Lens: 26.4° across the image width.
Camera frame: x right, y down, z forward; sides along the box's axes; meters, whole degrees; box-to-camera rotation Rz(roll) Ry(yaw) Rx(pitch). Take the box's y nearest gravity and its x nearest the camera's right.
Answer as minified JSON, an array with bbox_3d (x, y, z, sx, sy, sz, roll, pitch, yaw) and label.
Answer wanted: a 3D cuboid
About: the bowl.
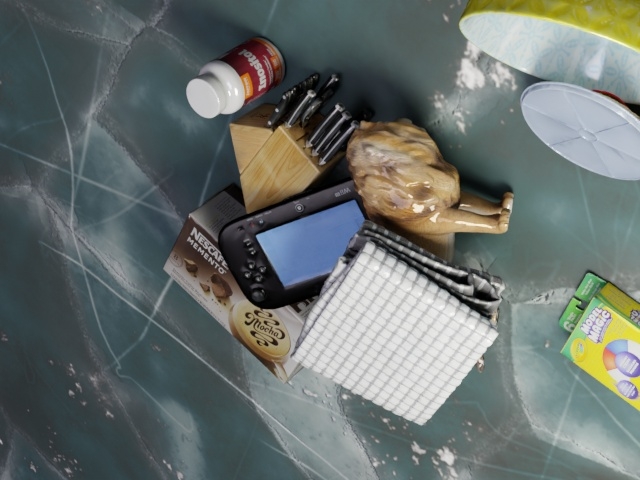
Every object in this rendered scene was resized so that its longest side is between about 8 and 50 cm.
[{"bbox_3d":[0.323,-0.283,1.620,0.290,0.289,0.156,17,86,34],"label":"bowl"}]

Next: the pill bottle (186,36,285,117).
[{"bbox_3d":[-0.130,-0.245,2.081,0.086,0.152,0.086,23,131,29],"label":"pill bottle"}]

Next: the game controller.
[{"bbox_3d":[0.000,0.000,2.110,0.319,0.067,0.166,-20,120,22],"label":"game controller"}]

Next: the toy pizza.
[{"bbox_3d":[0.352,-0.147,1.759,0.201,0.032,0.201,29,164,9],"label":"toy pizza"}]

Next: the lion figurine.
[{"bbox_3d":[0.149,0.014,1.982,0.240,0.142,0.392,8,118,9],"label":"lion figurine"}]

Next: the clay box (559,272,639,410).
[{"bbox_3d":[0.436,0.156,1.924,0.222,0.053,0.127,36,136,17],"label":"clay box"}]

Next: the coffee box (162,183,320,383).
[{"bbox_3d":[-0.106,0.073,2.305,0.297,0.119,0.168,43,139,10],"label":"coffee box"}]

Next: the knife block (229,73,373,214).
[{"bbox_3d":[-0.015,-0.124,2.110,0.242,0.088,0.275,13,125,36],"label":"knife block"}]

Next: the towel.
[{"bbox_3d":[0.109,0.113,1.937,0.235,0.121,0.283,30,137,1],"label":"towel"}]
